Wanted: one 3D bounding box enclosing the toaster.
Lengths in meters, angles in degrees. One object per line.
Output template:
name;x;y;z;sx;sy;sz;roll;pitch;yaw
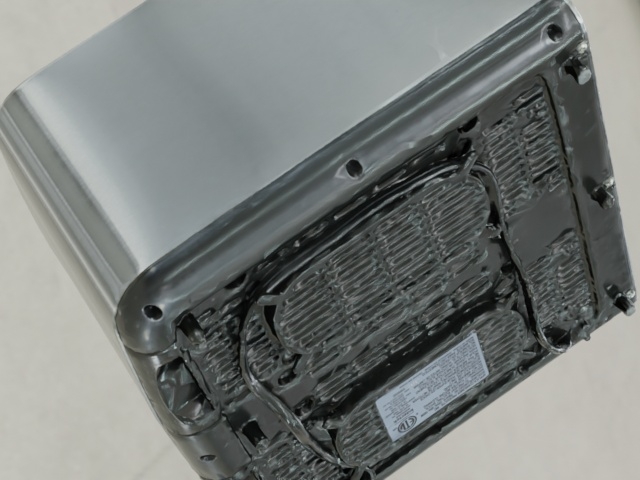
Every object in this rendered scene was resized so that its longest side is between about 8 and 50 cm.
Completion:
toaster;0.000;0.000;0.570;0.110;0.186;0.168;50;-9;37
